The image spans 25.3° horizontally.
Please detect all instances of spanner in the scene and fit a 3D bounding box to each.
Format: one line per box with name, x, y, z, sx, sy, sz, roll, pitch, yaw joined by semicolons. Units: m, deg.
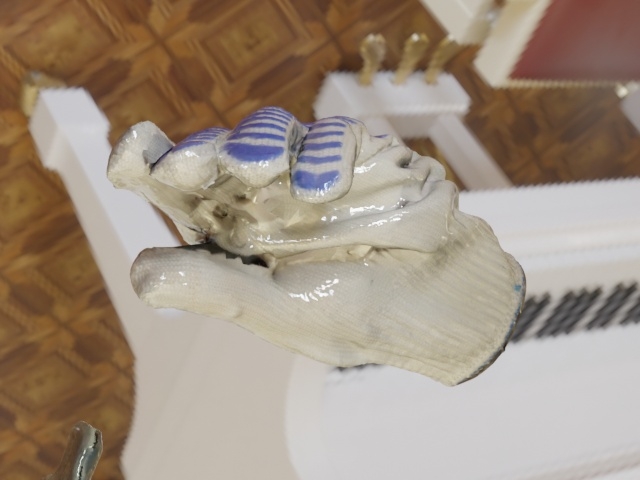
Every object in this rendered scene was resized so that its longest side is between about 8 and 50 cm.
spanner;-0.121;0.174;0.665;0.015;0.254;0.054;31;113;-23

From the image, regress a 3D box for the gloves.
gloves;-0.001;0.000;0.650;0.229;0.097;0.119;28;89;-42
